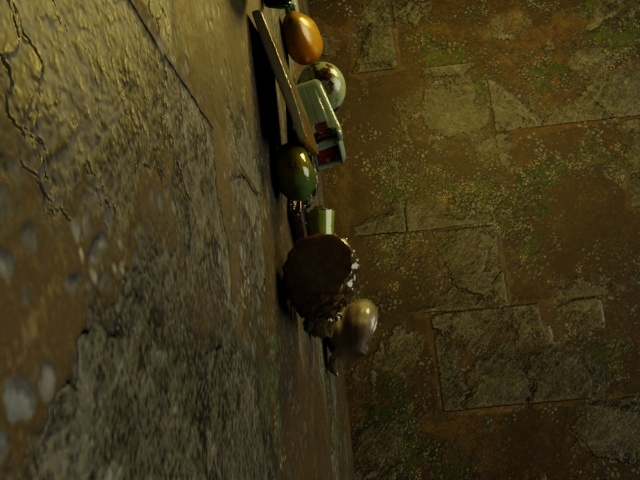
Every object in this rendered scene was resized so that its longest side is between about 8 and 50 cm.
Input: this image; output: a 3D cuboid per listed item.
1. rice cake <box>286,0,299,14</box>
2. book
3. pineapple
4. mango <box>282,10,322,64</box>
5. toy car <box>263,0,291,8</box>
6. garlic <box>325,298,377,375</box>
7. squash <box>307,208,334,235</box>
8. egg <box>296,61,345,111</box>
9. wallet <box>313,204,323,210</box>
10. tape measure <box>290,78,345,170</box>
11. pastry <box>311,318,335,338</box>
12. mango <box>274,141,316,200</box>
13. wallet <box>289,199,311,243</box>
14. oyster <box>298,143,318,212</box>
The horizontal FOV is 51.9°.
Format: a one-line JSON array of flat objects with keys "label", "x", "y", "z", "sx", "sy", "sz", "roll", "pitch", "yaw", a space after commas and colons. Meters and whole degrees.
[{"label": "rice cake", "x": -0.087, "y": -0.739, "z": 2.252, "sx": 0.226, "sy": 0.040, "sz": 0.085, "roll": 80, "pitch": 5, "yaw": -51}, {"label": "book", "x": -0.067, "y": -0.323, "z": 1.430, "sx": 0.389, "sy": 0.032, "sz": 0.268, "roll": -33, "pitch": 102, "yaw": -86}, {"label": "pineapple", "x": 0.001, "y": 0.113, "z": 1.390, "sx": 0.340, "sy": 0.169, "sz": 0.169, "roll": 92, "pitch": -6, "yaw": -64}, {"label": "mango", "x": -0.061, "y": -0.618, "z": 1.996, "sx": 0.219, "sy": 0.113, "sz": 0.144, "roll": 29, "pitch": 55, "yaw": -71}, {"label": "toy car", "x": -0.105, "y": -0.604, "z": 1.535, "sx": 0.062, "sy": 0.071, "sz": 0.165, "roll": 110, "pitch": -23, "yaw": -65}, {"label": "garlic", "x": 0.109, "y": 0.321, "z": 2.303, "sx": 0.291, "sy": 0.210, "sz": 0.237, "roll": -81, "pitch": 160, "yaw": -44}, {"label": "squash", "x": 0.000, "y": 0.000, "z": 2.023, "sx": 0.095, "sy": 0.095, "sz": 0.187, "roll": 59, "pitch": 28, "yaw": -82}, {"label": "egg", "x": -0.001, "y": -0.507, "z": 2.254, "sx": 0.231, "sy": 0.169, "sz": 0.169, "roll": 107, "pitch": -18, "yaw": -60}, {"label": "wallet", "x": -0.002, "y": -0.039, "z": 2.417, "sx": 0.309, "sy": 0.042, "sz": 0.165, "roll": -74, "pitch": 160, "yaw": -81}, {"label": "tape measure", "x": -0.015, "y": -0.314, "z": 1.872, "sx": 0.246, "sy": 0.125, "sz": 0.243, "roll": 76, "pitch": -3, "yaw": -58}, {"label": "pastry", "x": 0.006, "y": 0.193, "z": 1.799, "sx": 0.153, "sy": 0.081, "sz": 0.153, "roll": -9, "pitch": 90, "yaw": -90}, {"label": "mango", "x": -0.059, "y": -0.150, "z": 1.407, "sx": 0.191, "sy": 0.086, "sz": 0.122, "roll": -116, "pitch": -177, "yaw": -74}, {"label": "wallet", "x": -0.047, "y": -0.027, "z": 1.663, "sx": 0.124, "sy": 0.042, "sz": 0.230, "roll": -89, "pitch": 171, "yaw": -45}, {"label": "oyster", "x": -0.049, "y": -0.172, "z": 1.785, "sx": 0.125, "sy": 0.064, "sz": 0.177, "roll": 113, "pitch": -36, "yaw": -68}]
